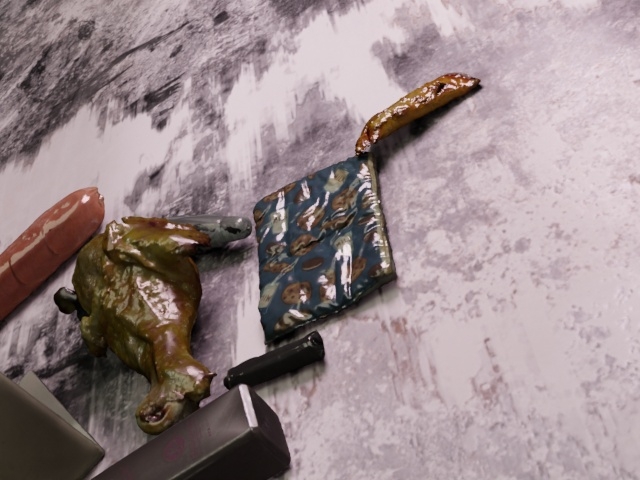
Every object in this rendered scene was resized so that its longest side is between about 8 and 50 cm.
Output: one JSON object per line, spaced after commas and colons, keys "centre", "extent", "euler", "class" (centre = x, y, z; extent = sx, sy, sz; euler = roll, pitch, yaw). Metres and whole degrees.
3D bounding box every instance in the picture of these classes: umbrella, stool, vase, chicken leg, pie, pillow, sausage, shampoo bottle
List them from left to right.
{"centre": [-0.445, 0.210, 1.148], "extent": [0.170, 0.243, 0.270], "euler": [-48, 39, -12], "class": "stool"}
{"centre": [-0.502, 0.073, 1.466], "extent": [0.433, 0.088, 0.088], "euler": [-43, 38, -3], "class": "sausage"}
{"centre": [-0.198, 0.085, 1.162], "extent": [0.361, 0.140, 0.211], "euler": [34, 98, 48], "class": "chicken leg"}
{"centre": [-0.155, 0.256, 0.995], "extent": [0.246, 0.079, 0.080], "euler": [-34, 37, 7], "class": "shampoo bottle"}
{"centre": [-0.181, -0.008, 1.300], "extent": [0.211, 0.060, 0.060], "euler": [-7, 48, 36], "class": "vase"}
{"centre": [-0.053, 0.140, 1.070], "extent": [0.133, 0.031, 0.036], "euler": [-25, 18, 19], "class": "umbrella"}
{"centre": [-0.002, 0.000, 1.172], "extent": [0.189, 0.034, 0.255], "euler": [-27, 40, 18], "class": "pillow"}
{"centre": [0.113, -0.177, 1.246], "extent": [0.191, 0.033, 0.088], "euler": [-31, 21, -5], "class": "pie"}
